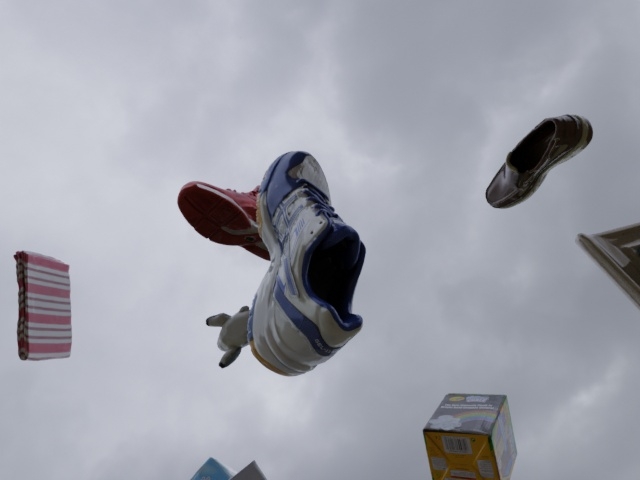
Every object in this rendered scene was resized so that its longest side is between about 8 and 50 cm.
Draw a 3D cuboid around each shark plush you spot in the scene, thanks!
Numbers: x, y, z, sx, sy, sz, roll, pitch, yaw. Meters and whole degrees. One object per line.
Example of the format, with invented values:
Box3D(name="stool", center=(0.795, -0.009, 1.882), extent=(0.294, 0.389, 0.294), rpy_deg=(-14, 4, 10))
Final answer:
Box3D(name="shark plush", center=(-0.091, 0.109, 0.673), extent=(0.161, 0.073, 0.067), rpy_deg=(-43, -26, 19))

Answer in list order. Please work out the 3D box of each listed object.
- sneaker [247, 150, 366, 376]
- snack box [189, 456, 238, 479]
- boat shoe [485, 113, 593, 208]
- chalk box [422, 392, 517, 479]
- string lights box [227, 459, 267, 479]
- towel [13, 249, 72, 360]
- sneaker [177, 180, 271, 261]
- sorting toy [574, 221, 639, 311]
Box3D(name="sneaker", center=(0.000, 0.000, 0.554), extent=(0.112, 0.296, 0.131), rpy_deg=(23, -41, -34))
Box3D(name="snack box", center=(-0.188, 0.424, 0.564), extent=(0.322, 0.060, 0.187), rpy_deg=(-47, -37, -19))
Box3D(name="boat shoe", center=(0.396, -0.153, 0.951), extent=(0.095, 0.095, 0.257), rpy_deg=(0, -33, -24))
Box3D(name="chalk box", center=(0.310, 0.394, 0.974), extent=(0.132, 0.213, 0.132), rpy_deg=(-10, -87, 33))
Box3D(name="string lights box", center=(-0.016, 0.325, 0.396), extent=(0.077, 0.260, 0.133), rpy_deg=(-31, -21, -29))
Box3D(name="towel", center=(-0.514, 0.124, 0.903), extent=(0.029, 0.144, 0.197), rpy_deg=(-8, -103, 1))
Box3D(name="sneaker", center=(-0.140, -0.057, 0.815), extent=(0.087, 0.128, 0.221), rpy_deg=(-34, -48, 24))
Box3D(name="sorting toy", center=(0.346, 0.067, 0.296), extent=(0.229, 0.307, 0.041), rpy_deg=(-11, -48, -7))
